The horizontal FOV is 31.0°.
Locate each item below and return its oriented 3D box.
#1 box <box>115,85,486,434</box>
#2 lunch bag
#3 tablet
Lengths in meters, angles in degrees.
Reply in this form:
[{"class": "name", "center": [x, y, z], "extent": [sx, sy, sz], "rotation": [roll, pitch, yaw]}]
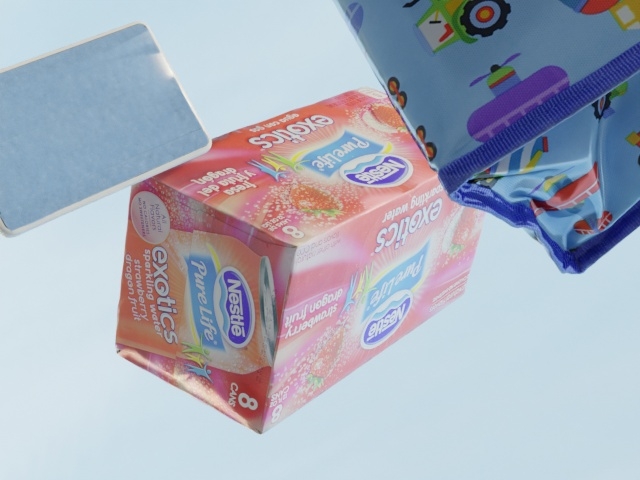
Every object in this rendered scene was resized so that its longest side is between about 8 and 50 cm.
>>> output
[{"class": "box", "center": [0.000, 0.000, 0.876], "extent": [0.142, 0.300, 0.154], "rotation": [26, -60, 26]}, {"class": "lunch bag", "center": [0.152, -0.167, 0.523], "extent": [0.293, 0.138, 0.221], "rotation": [-39, -126, 19]}, {"class": "tablet", "center": [-0.083, -0.040, 0.394], "extent": [0.054, 0.083, 0.006], "rotation": [61, -30, 3]}]
